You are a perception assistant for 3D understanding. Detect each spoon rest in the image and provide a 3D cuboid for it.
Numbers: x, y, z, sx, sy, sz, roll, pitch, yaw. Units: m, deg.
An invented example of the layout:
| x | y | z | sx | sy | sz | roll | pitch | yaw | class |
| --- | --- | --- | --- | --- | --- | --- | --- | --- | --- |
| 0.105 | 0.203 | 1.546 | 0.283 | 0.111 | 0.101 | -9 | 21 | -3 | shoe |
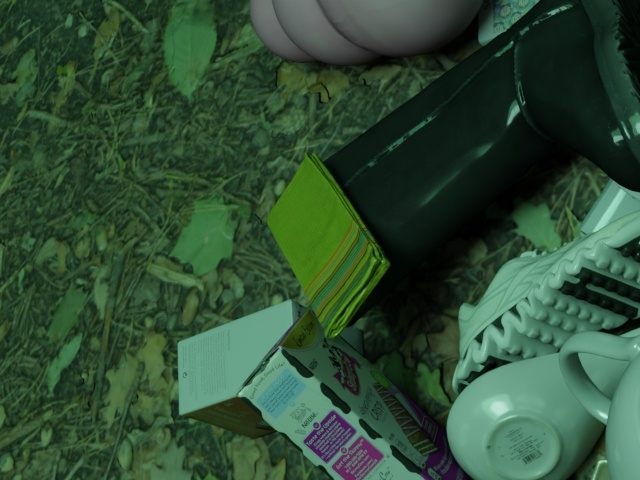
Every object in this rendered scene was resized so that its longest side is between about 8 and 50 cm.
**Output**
| x | y | z | sx | sy | sz | roll | pitch | yaw | class |
| --- | --- | --- | --- | --- | --- | --- | --- | --- | --- |
| 0.249 | 0.152 | 1.421 | 0.276 | 0.137 | 0.084 | -30 | 13 | 20 | spoon rest |

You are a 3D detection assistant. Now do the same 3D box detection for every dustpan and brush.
| x | y | z | sx | sy | sz | roll | pitch | yaw | class |
| --- | --- | --- | --- | --- | --- | --- | --- | --- | --- |
| 0.345 | -0.033 | 1.437 | 0.211 | 0.060 | 0.147 | 37 | 97 | 43 | dustpan and brush |

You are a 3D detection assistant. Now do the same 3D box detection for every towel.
| x | y | z | sx | sy | sz | roll | pitch | yaw | class |
| --- | --- | --- | --- | --- | --- | --- | --- | --- | --- |
| 0.000 | 0.000 | 1.563 | 0.102 | 0.021 | 0.237 | -54 | 33 | 16 | towel |

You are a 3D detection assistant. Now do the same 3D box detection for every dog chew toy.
| x | y | z | sx | sy | sz | roll | pitch | yaw | class |
| --- | --- | --- | --- | --- | --- | --- | --- | --- | --- |
| 0.038 | -0.295 | 1.725 | 0.332 | 0.207 | 0.206 | -14 | 63 | 51 | dog chew toy |

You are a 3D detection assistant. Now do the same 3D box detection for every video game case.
| x | y | z | sx | sy | sz | roll | pitch | yaw | class |
| --- | --- | --- | --- | --- | --- | --- | --- | --- | --- |
| 0.245 | -0.302 | 1.665 | 0.157 | 0.019 | 0.143 | -14 | 64 | 36 | video game case |

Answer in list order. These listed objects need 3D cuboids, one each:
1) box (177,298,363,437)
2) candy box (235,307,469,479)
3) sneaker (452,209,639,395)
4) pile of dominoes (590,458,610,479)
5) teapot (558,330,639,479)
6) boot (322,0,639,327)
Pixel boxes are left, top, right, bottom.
| x | y | z | sx | sy | sz | roll | pitch | yaw | class |
| --- | --- | --- | --- | --- | --- | --- | --- | --- | --- |
| -0.055 | 0.147 | 1.662 | 0.170 | 0.130 | 0.091 | -22 | 59 | 34 | box |
| 0.040 | 0.183 | 1.470 | 0.233 | 0.159 | 0.071 | 41 | 105 | 0 | candy box |
| 0.231 | 0.046 | 1.461 | 0.292 | 0.110 | 0.118 | -41 | 35 | 35 | sneaker |
| 0.386 | 0.184 | 1.316 | 0.196 | 0.040 | 0.251 | 41 | 99 | 22 | pile of dominoes |
| 0.340 | 0.183 | 1.221 | 0.253 | 0.187 | 0.256 | -2 | 60 | -4 | teapot |
| 0.152 | -0.058 | 1.509 | 0.445 | 0.146 | 0.367 | -35 | 25 | 23 | boot |
